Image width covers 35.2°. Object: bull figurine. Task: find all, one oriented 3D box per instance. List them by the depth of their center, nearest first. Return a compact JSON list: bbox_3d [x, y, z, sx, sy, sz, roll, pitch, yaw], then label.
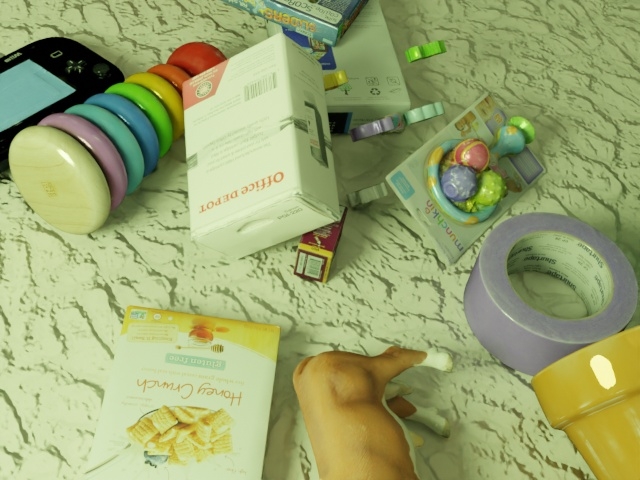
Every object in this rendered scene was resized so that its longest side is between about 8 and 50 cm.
[{"bbox_3d":[0.068,0.238,1.001,0.188,0.101,0.310,-3,54,-17],"label":"bull figurine"}]

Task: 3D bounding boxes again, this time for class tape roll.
[{"bbox_3d":[0.269,0.063,1.187,0.189,0.080,0.189,4,52,-6],"label":"tape roll"}]

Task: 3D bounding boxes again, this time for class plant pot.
[{"bbox_3d":[0.347,0.194,1.033,0.205,0.205,0.188,-13,70,-19],"label":"plant pot"}]

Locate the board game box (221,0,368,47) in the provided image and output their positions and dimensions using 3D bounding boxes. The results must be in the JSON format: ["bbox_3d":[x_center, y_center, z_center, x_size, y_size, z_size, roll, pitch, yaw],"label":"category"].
[{"bbox_3d":[-0.041,-0.358,1.420,0.201,0.035,0.136,25,52,10],"label":"board game box"}]

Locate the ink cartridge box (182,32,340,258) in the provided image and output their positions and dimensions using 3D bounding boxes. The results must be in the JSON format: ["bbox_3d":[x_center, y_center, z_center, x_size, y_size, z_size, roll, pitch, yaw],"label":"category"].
[{"bbox_3d":[-0.072,-0.107,1.184,0.159,0.092,0.217,-21,60,29],"label":"ink cartridge box"}]

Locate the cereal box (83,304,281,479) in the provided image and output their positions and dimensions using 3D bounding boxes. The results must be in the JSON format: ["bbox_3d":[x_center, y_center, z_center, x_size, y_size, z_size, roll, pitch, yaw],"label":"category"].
[{"bbox_3d":[-0.138,0.185,1.040,0.173,0.047,0.240,8,51,-3],"label":"cereal box"}]

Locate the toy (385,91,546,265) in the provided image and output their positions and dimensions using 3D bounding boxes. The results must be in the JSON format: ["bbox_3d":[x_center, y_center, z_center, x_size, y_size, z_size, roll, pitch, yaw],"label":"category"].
[{"bbox_3d":[0.202,-0.091,1.281,0.237,0.056,0.137,-41,96,-37],"label":"toy"}]

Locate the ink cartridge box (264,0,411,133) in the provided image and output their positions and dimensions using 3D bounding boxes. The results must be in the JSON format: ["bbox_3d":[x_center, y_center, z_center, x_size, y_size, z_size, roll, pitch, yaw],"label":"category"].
[{"bbox_3d":[0.012,-0.288,1.437,0.165,0.065,0.332,-3,53,-11],"label":"ink cartridge box"}]

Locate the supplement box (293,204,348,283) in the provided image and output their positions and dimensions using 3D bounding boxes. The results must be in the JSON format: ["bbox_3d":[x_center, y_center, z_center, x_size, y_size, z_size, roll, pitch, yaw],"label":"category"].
[{"bbox_3d":[0.000,0.000,1.208,0.043,0.055,0.083,16,50,4],"label":"supplement box"}]

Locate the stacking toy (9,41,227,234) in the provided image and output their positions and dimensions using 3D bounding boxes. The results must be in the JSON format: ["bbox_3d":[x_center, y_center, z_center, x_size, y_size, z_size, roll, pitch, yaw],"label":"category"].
[{"bbox_3d":[-0.221,-0.150,1.250,0.141,0.141,0.330,31,49,15],"label":"stacking toy"}]

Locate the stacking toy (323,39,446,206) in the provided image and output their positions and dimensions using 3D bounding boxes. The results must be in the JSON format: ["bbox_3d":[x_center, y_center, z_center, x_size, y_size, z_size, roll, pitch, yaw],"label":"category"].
[{"bbox_3d":[0.101,-0.155,1.295,0.221,0.052,0.167,-22,94,-25],"label":"stacking toy"}]

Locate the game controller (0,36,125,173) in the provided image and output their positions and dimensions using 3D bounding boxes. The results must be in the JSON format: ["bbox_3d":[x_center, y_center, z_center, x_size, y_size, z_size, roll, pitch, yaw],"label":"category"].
[{"bbox_3d":[-0.404,-0.160,1.263,0.166,0.067,0.319,39,55,21],"label":"game controller"}]
